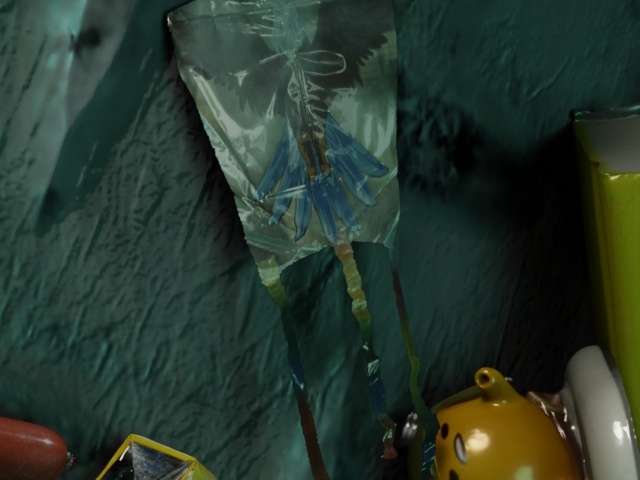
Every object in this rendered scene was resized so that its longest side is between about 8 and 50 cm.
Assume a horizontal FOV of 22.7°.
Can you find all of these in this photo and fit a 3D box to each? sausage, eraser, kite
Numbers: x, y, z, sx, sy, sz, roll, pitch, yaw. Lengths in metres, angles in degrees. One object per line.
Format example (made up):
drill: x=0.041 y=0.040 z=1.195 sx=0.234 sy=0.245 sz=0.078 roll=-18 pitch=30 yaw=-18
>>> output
sausage: x=-0.207 y=0.080 z=0.709 sx=0.253 sy=0.034 sz=0.034 roll=19 pitch=82 yaw=-44
eraser: x=0.215 y=0.036 z=1.041 sx=0.158 sy=0.069 sz=0.226 roll=-89 pitch=170 yaw=-73
kite: x=-0.001 y=0.000 z=0.886 sx=0.169 sy=0.015 sz=0.310 roll=-9 pitch=90 yaw=-44

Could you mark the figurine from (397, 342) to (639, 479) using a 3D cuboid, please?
figurine: x=0.127 y=0.163 z=1.016 sx=0.250 sy=0.141 sz=0.166 roll=72 pitch=9 yaw=-65

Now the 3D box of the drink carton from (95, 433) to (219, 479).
drink carton: x=-0.049 y=0.191 z=0.853 sx=0.084 sy=0.074 sz=0.200 roll=-54 pitch=130 yaw=-24
